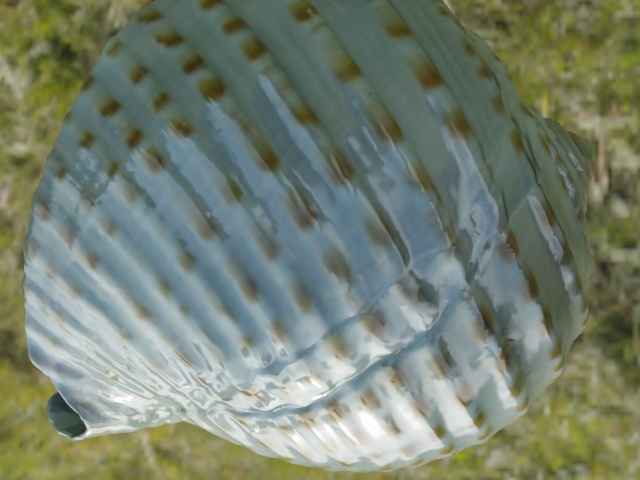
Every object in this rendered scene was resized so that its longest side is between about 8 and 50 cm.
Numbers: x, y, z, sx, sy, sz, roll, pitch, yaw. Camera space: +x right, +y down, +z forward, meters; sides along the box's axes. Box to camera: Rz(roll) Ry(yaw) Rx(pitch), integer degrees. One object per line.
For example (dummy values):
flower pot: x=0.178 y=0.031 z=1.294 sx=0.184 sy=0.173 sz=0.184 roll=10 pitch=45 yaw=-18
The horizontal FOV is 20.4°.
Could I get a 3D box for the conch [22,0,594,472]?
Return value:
conch: x=0.014 y=0.002 z=0.955 sx=0.215 sy=0.319 sz=0.303 roll=17 pitch=137 yaw=45
